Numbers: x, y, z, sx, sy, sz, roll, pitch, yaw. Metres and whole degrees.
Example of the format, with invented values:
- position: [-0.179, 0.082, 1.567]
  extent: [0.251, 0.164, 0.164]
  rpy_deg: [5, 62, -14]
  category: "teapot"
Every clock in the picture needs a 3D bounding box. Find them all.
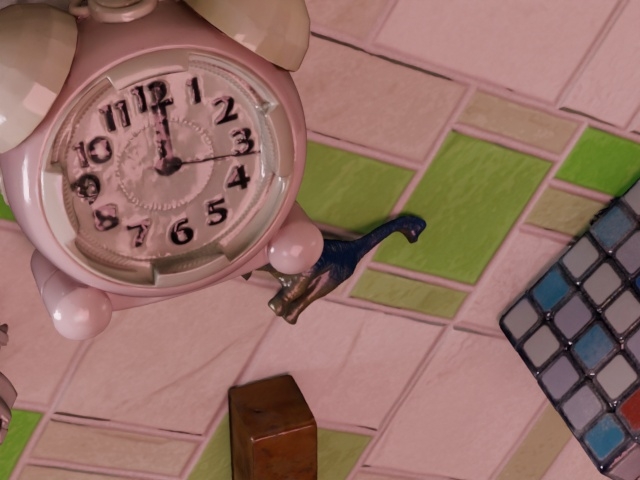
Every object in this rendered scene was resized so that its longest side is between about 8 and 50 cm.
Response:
- position: [-0.163, -0.101, 1.538]
  extent: [0.342, 0.184, 0.326]
  rpy_deg: [-21, 128, -17]
  category: "clock"

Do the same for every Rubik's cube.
- position: [0.450, 0.138, 1.954]
  extent: [0.287, 0.293, 0.292]
  rpy_deg: [29, 108, -40]
  category: "Rubik's cube"

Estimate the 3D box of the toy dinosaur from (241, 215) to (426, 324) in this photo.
- position: [0.000, 0.000, 1.767]
  extent: [0.188, 0.075, 0.248]
  rpy_deg: [-46, 139, 5]
  category: "toy dinosaur"

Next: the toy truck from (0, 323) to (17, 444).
- position: [-0.409, 0.131, 1.634]
  extent: [0.213, 0.161, 0.177]
  rpy_deg: [29, 86, -41]
  category: "toy truck"

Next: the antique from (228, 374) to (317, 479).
- position: [-0.057, 0.313, 1.974]
  extent: [0.087, 0.093, 0.310]
  rpy_deg: [-13, 131, -17]
  category: "antique"
